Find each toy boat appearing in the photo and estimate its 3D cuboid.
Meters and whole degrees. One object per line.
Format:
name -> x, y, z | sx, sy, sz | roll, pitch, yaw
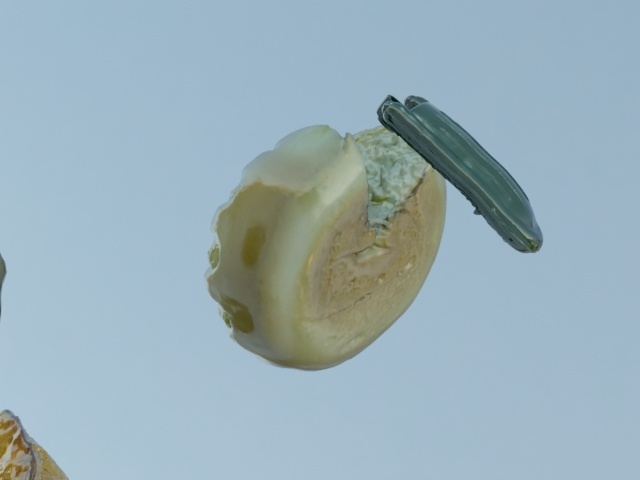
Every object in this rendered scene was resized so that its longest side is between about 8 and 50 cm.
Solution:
toy boat -> 0.139, -0.068, 1.787 | 0.210, 0.104, 0.052 | 45, -73, 7

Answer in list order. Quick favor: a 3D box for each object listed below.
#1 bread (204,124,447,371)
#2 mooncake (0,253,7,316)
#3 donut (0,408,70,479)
bread -> 0.000, 0.000, 2.114 | 0.160, 0.333, 0.333 | 27, -35, 35
mooncake -> -0.478, 0.064, 1.603 | 0.394, 0.246, 0.393 | 17, 5, 0
donut -> -0.457, 0.433, 2.204 | 0.435, 0.377, 0.163 | -28, -56, 28
